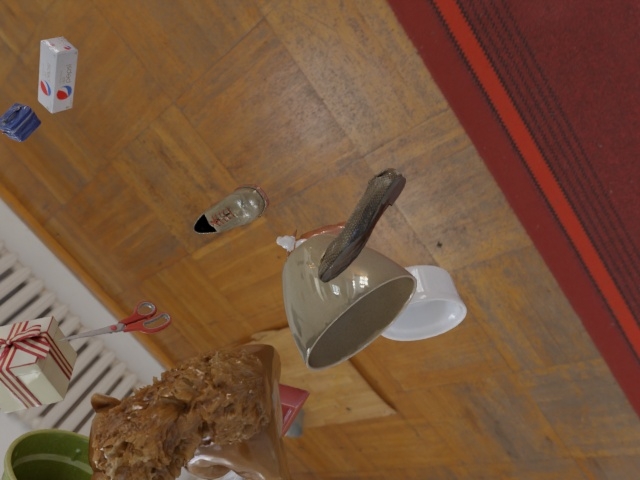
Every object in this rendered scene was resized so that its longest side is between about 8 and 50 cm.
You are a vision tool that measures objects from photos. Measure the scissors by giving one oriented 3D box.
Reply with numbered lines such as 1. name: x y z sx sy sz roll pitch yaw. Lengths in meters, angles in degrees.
1. scissors: -0.527 0.236 1.326 0.109 0.297 0.021 41 119 14

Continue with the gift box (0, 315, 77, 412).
1. gift box: -1.039 0.441 1.774 0.255 0.276 0.258 -15 127 -6

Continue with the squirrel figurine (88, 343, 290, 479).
1. squirrel figurine: -0.266 0.331 0.921 0.370 0.281 0.397 -8 154 0

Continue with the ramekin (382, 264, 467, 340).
1. ramekin: 0.304 0.195 1.569 0.277 0.135 0.277 -5 145 -4

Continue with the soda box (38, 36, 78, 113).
1. soda box: -0.783 -0.489 1.487 0.069 0.074 0.216 41 133 8

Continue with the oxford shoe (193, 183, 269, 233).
1. oxford shoe: -0.296 -0.083 1.642 0.348 0.130 0.123 -22 106 48

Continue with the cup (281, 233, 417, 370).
1. cup: 0.036 0.121 1.233 0.237 0.331 0.331 50 140 27

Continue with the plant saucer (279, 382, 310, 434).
1. plant saucer: -0.191 0.485 1.432 0.258 0.048 0.259 18 129 -9

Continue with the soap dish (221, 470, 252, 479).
1. soap dish: -0.245 0.764 1.431 0.118 0.229 0.291 31 136 -1

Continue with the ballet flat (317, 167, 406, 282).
1. ballet flat: 0.067 -0.030 0.936 0.058 0.084 0.250 39 102 21

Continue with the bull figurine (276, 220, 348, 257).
1. bull figurine: 0.000 0.000 1.812 0.310 0.188 0.101 -11 86 1

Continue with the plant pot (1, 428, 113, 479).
1. plant pot: -0.538 0.561 0.973 0.276 0.254 0.276 32 178 2

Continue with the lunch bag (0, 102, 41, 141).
1. lunch bag: -0.815 -0.318 1.341 0.067 0.098 0.065 16 151 19
